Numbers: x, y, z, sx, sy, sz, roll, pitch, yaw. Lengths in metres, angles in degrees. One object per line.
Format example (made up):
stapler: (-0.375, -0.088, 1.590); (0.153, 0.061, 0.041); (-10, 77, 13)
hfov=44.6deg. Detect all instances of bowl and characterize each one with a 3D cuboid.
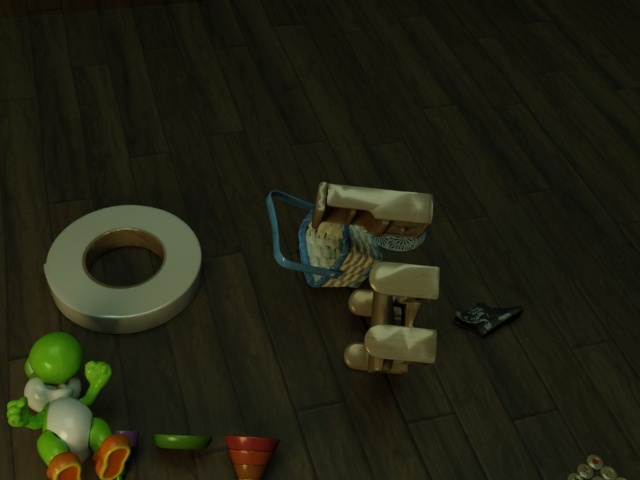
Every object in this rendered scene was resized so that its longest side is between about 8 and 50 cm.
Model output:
bowl: (0.218, -0.058, 2.182); (0.170, 0.080, 0.170); (3, 46, -3)

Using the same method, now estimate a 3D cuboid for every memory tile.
memory tile: (0.599, 0.544, 1.709); (0.148, 0.012, 0.113); (-29, 57, -29)

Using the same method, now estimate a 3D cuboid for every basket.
basket: (0.000, 0.000, 2.001); (0.289, 0.201, 0.254); (21, 40, -29)

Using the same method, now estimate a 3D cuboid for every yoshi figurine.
yoshi figurine: (-0.531, 0.327, 1.619); (0.203, 0.203, 0.362); (-44, 50, 0)

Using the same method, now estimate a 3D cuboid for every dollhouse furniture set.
dollhouse furniture set: (0.101, 0.091, 1.739); (0.257, 0.362, 0.393); (6, 77, -3)

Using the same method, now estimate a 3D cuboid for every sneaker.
sneaker: (0.431, 0.187, 1.996); (0.170, 0.051, 0.089); (-26, 59, -23)

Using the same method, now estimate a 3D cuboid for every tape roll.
tape roll: (-0.499, 0.065, 1.995); (0.393, 0.072, 0.391); (4, 47, -4)

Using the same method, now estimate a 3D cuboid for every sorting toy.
sorting toy: (-0.271, 0.470, 1.645); (0.366, 0.127, 0.126); (2, 77, -1)
